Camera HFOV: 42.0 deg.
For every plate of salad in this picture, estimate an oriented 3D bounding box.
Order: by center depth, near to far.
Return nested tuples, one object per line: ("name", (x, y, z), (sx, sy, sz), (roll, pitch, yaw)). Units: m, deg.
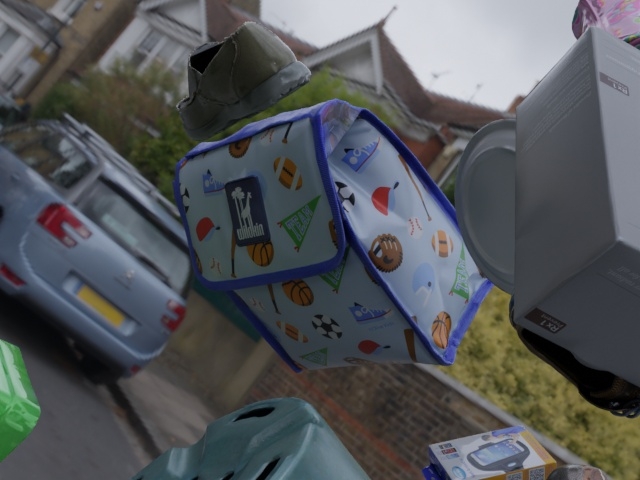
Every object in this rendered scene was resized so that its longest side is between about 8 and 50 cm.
("plate of salad", (0.219, -0.035, 0.915), (0.200, 0.048, 0.200), (30, -54, 54))

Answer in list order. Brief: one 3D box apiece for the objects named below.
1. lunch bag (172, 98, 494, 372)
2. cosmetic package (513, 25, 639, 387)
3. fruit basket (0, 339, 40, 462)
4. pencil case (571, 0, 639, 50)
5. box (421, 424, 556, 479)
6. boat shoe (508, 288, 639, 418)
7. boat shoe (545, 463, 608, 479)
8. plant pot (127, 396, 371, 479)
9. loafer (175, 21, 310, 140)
("lunch bag", (0.000, 0.000, 1.177), (0.328, 0.239, 0.385), (-11, -56, 44))
("cosmetic package", (0.212, -0.027, 0.580), (0.127, 0.107, 0.238), (26, 42, -15))
("fruit basket", (-0.460, 0.306, 0.967), (0.392, 0.392, 0.283), (41, -6, -30))
("pencil case", (0.410, -0.262, 1.110), (0.124, 0.124, 0.284), (40, 30, -15))
("box", (0.184, 0.250, 0.936), (0.081, 0.136, 0.028), (-129, -146, -67))
("boat shoe", (0.218, 0.095, 0.607), (0.183, 0.066, 0.066), (27, 33, 5))
("boat shoe", (0.265, 0.358, 0.727), (0.116, 0.324, 0.123), (-6, -9, -6))
("plant pot", (-0.025, 0.336, 0.691), (0.334, 0.341, 0.341), (59, -10, -10))
("loafer", (-0.093, -0.171, 0.873), (0.087, 0.094, 0.251), (60, -26, -12))
